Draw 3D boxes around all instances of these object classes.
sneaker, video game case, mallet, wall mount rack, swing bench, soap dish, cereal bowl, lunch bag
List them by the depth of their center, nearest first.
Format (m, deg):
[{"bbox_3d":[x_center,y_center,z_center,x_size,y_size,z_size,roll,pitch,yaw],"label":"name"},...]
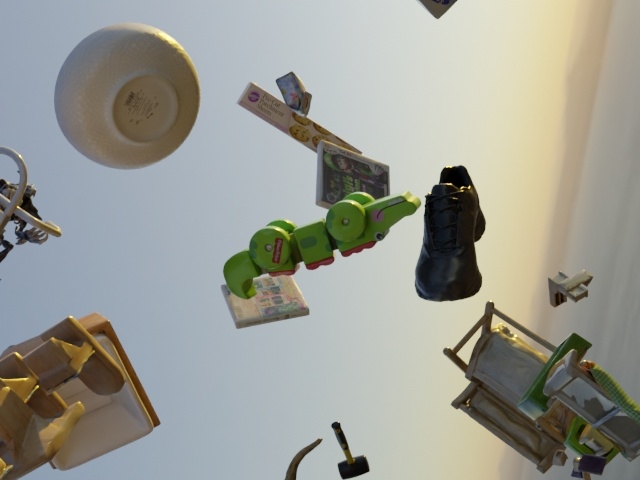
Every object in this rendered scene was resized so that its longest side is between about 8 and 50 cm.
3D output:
[{"bbox_3d":[0.194,-0.013,1.680,0.286,0.109,0.130,-77,-23,-54],"label":"sneaker"},{"bbox_3d":[-0.600,-0.008,1.767,0.350,0.304,0.130,-57,-21,-1],"label":"wall mount rack"},{"bbox_3d":[-0.463,0.286,2.072,0.118,0.229,0.291,-122,11,-52],"label":"soap dish"},{"bbox_3d":[-0.109,0.115,2.094,0.157,0.143,0.019,-122,25,-61],"label":"video game case"},{"bbox_3d":[0.059,0.404,2.110,0.189,0.062,0.039,81,175,-48],"label":"mallet"},{"bbox_3d":[-0.049,-0.295,2.206,0.071,0.053,0.083,16,-129,-76],"label":"lunch bag"},{"bbox_3d":[0.404,0.303,2.229,0.165,0.253,0.254,-44,-33,-18],"label":"swing bench"},{"bbox_3d":[0.072,-0.120,2.332,0.022,0.173,0.190,-54,24,42],"label":"video game case"},{"bbox_3d":[-0.418,-0.312,2.445,0.141,0.339,0.339,37,128,53],"label":"cereal bowl"}]

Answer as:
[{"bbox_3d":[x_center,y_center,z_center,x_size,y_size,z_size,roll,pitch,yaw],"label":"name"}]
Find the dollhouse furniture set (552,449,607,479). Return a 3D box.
[{"bbox_3d":[0.426,0.425,1.820,0.114,0.091,0.081,-56,-40,-40],"label":"dollhouse furniture set"}]

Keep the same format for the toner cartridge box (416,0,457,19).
[{"bbox_3d":[0.096,-0.525,1.824,0.075,0.165,0.348,-44,-45,11],"label":"toner cartridge box"}]

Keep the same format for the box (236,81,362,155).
[{"bbox_3d":[-0.050,-0.272,2.620,0.067,0.324,0.063,-57,14,3],"label":"box"}]

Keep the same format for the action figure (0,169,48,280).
[{"bbox_3d":[-0.673,-0.042,2.365,0.164,0.141,0.275,52,-135,-39],"label":"action figure"}]

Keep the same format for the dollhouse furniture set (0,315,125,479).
[{"bbox_3d":[-0.477,0.374,1.583,0.256,0.394,0.362,51,-151,-15],"label":"dollhouse furniture set"}]

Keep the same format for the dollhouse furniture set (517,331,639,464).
[{"bbox_3d":[0.485,0.253,1.828,0.151,0.197,0.301,-49,-10,-19],"label":"dollhouse furniture set"}]

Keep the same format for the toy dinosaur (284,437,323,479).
[{"bbox_3d":[-0.077,0.481,1.958,0.118,0.064,0.268,15,-88,-52],"label":"toy dinosaur"}]

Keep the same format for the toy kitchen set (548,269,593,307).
[{"bbox_3d":[0.520,0.107,2.216,0.068,0.083,0.075,-26,-52,-19],"label":"toy kitchen set"}]

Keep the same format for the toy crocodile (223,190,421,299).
[{"bbox_3d":[0.000,0.000,1.727,0.115,0.341,0.105,-46,-63,-78],"label":"toy crocodile"}]
